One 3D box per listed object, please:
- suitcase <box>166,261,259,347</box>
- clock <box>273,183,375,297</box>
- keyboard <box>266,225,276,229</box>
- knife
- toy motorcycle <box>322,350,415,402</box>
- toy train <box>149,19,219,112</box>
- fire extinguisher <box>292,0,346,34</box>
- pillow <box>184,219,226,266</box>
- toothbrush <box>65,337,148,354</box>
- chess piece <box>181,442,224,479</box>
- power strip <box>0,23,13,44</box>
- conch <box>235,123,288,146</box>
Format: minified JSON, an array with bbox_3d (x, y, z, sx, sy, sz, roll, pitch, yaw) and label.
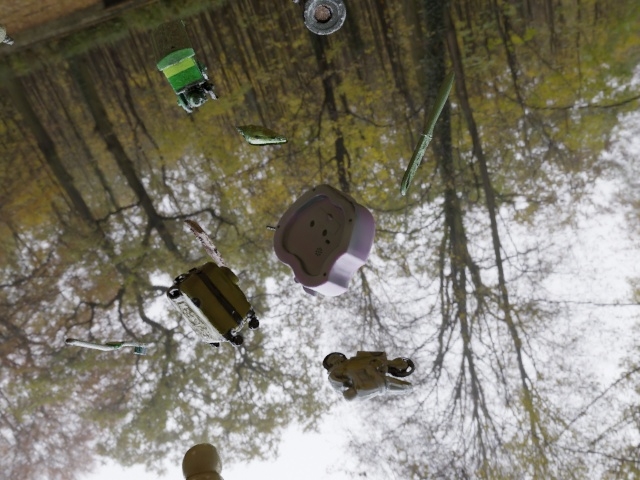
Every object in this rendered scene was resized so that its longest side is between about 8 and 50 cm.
[{"bbox_3d":[-0.292,0.170,1.402,0.143,0.234,0.194,-44,-167,-32],"label":"suitcase"},{"bbox_3d":[0.000,0.000,1.561,0.339,0.102,0.338,-19,-121,36],"label":"clock"},{"bbox_3d":[-0.148,-0.041,2.217,0.176,0.014,0.055,12,180,-6],"label":"keyboard"},{"bbox_3d":[0.217,-0.220,1.032,0.020,0.043,0.293,18,-107,24],"label":"knife"},{"bbox_3d":[0.102,0.315,1.189,0.229,0.074,0.151,2,-149,19],"label":"toy motorcycle"},{"bbox_3d":[-0.407,-0.512,1.522,0.120,0.202,0.300,-26,-136,-2],"label":"toy train"},{"bbox_3d":[-0.037,-0.711,1.392,0.113,0.200,0.376,-38,-141,26],"label":"fire extinguisher"},{"bbox_3d":[-0.448,0.011,2.023,0.043,0.232,0.126,-40,-130,-15],"label":"pillow"},{"bbox_3d":[-0.474,0.236,1.165,0.030,0.030,0.304,-16,162,6],"label":"toothbrush"},{"bbox_3d":[-0.317,0.714,1.416,0.167,0.167,0.299,-18,-134,3],"label":"chess piece"},{"bbox_3d":[-1.011,-0.625,1.363,0.092,0.388,0.066,28,-86,33],"label":"power strip"},{"bbox_3d":[-0.228,-0.403,1.982,0.201,0.079,0.095,7,-171,5],"label":"conch"}]
